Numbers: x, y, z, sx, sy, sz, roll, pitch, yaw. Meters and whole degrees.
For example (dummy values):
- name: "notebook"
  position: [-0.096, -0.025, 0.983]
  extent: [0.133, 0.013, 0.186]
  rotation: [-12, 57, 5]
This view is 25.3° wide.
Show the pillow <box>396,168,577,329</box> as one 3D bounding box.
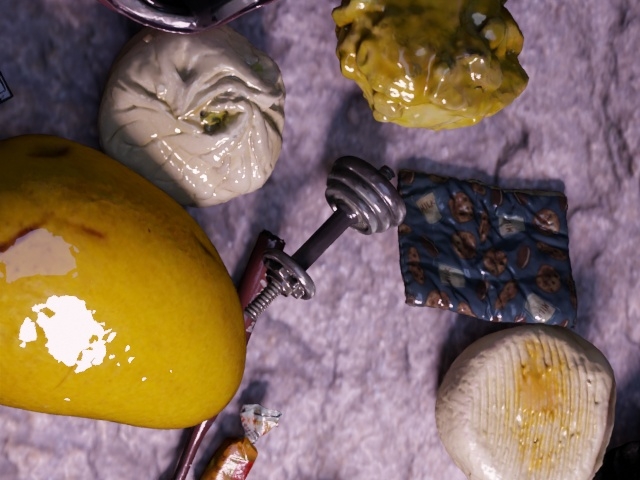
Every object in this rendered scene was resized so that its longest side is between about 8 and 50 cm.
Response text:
- name: "pillow"
  position: [0.209, 0.011, 1.787]
  extent: [0.255, 0.034, 0.189]
  rotation: [9, 66, -23]

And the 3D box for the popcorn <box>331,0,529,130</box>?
- name: "popcorn"
  position: [0.131, -0.241, 1.689]
  extent: [0.266, 0.192, 0.233]
  rotation: [-31, 94, -37]

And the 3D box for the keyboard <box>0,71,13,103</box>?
- name: "keyboard"
  position: [-0.441, -0.142, 1.572]
  extent: [0.198, 0.010, 0.064]
  rotation: [-29, 110, -13]

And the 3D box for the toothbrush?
- name: "toothbrush"
  position: [-0.121, 0.161, 1.730]
  extent: [0.040, 0.041, 0.364]
  rotation: [20, 92, -22]

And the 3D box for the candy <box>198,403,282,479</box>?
- name: "candy"
  position: [-0.111, 0.276, 1.752]
  extent: [0.053, 0.046, 0.182]
  rotation: [30, 93, -25]

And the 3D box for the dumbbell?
- name: "dumbbell"
  position: [0.000, 0.000, 1.690]
  extent: [0.254, 0.110, 0.110]
  rotation: [-45, 111, -18]

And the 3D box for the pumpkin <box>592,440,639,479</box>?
- name: "pumpkin"
  position: [0.465, 0.375, 1.889]
  extent: [0.295, 0.296, 0.296]
  rotation: [-4, 101, -20]

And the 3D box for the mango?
- name: "mango"
  position: [-0.259, 0.069, 1.569]
  extent: [0.445, 0.220, 0.301]
  rotation: [41, 87, -27]

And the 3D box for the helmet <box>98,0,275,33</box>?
- name: "helmet"
  position: [-0.140, -0.375, 1.543]
  extent: [0.338, 0.197, 0.271]
  rotation: [-41, 119, -17]

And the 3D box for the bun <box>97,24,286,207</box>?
- name: "bun"
  position: [-0.138, -0.143, 1.616]
  extent: [0.229, 0.145, 0.229]
  rotation: [-5, 102, -23]

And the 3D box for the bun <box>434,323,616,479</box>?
- name: "bun"
  position: [0.263, 0.227, 1.825]
  extent: [0.243, 0.153, 0.244]
  rotation: [1, 84, -5]
